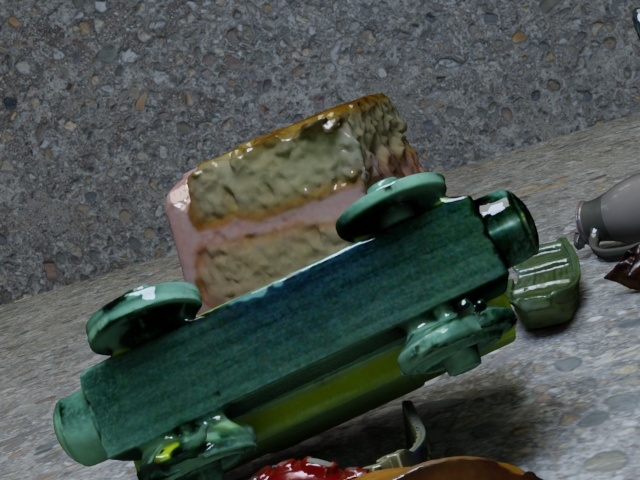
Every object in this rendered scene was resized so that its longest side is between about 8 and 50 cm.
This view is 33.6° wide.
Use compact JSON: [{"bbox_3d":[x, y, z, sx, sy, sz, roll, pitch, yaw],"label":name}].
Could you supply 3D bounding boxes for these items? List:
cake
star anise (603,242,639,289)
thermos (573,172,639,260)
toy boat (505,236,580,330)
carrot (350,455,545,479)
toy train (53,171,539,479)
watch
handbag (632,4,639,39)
[{"bbox_3d":[0.000,0.000,1.345,0.293,0.307,0.314,-17,8,24],"label":"cake"},{"bbox_3d":[0.409,0.023,1.212,0.167,0.057,0.168,-10,2,0],"label":"star anise"},{"bbox_3d":[0.430,-0.032,1.412,0.193,0.105,0.137,-15,39,40],"label":"thermos"},{"bbox_3d":[0.269,0.055,1.276,0.093,0.055,0.293,-14,8,16],"label":"toy boat"},{"bbox_3d":[0.046,0.186,0.585,0.159,0.159,0.225,-19,0,-12],"label":"carrot"},{"bbox_3d":[-0.010,0.094,0.956,0.442,0.179,0.272,-25,-17,3],"label":"toy train"},{"bbox_3d":[0.010,0.193,0.831,0.164,0.102,0.268,-18,0,3],"label":"watch"},{"bbox_3d":[0.493,-0.113,0.984,0.325,0.327,0.162,-11,9,35],"label":"handbag"}]
